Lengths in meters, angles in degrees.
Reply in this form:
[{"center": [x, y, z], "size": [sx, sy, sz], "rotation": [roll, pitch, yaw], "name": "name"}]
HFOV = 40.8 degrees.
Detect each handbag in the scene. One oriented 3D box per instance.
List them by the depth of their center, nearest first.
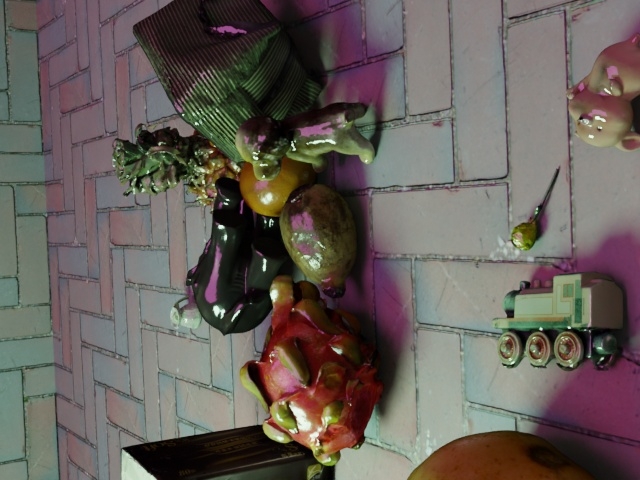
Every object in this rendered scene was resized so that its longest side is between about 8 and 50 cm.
[{"center": [-0.167, -0.334, 1.605], "size": [0.240, 0.247, 0.341], "rotation": [-38, 50, 6], "name": "handbag"}]

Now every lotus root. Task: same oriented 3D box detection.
[{"center": [0.000, 0.000, 1.521], "size": [0.138, 0.138, 0.214], "rotation": [-20, 83, 56], "name": "lotus root"}]

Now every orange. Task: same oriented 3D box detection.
[{"center": [-0.078, -0.117, 1.619], "size": [0.156, 0.124, 0.156], "rotation": [-39, 30, 28], "name": "orange"}]

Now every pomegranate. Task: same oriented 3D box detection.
[{"center": [0.234, 0.381, 1.076], "size": [0.307, 0.307, 0.307], "rotation": [8, 100, 56], "name": "pomegranate"}]

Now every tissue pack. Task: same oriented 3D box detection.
[{"center": [-0.180, 0.478, 1.617], "size": [0.210, 0.370, 0.198], "rotation": [18, 107, 55], "name": "tissue pack"}]

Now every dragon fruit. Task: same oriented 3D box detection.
[{"center": [-0.006, 0.219, 1.491], "size": [0.227, 0.243, 0.307], "rotation": [95, -168, -54], "name": "dragon fruit"}]

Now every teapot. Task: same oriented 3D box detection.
[{"center": [-0.333, 0.177, 2.099], "size": [0.064, 0.064, 0.083], "rotation": [-39, 61, 50], "name": "teapot"}]

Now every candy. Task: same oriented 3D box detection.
[{"center": [0.293, -0.041, 1.159], "size": [0.035, 0.035, 0.123], "rotation": [30, 112, 16], "name": "candy"}]

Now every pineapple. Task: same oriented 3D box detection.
[{"center": [-0.305, -0.163, 1.834], "size": [0.262, 0.271, 0.262], "rotation": [7, 98, 57], "name": "pineapple"}]

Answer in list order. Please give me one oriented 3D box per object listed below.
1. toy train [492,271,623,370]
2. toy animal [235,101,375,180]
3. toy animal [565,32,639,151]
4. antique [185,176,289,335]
[{"center": [0.303, 0.106, 1.115], "size": [0.194, 0.080, 0.125], "rotation": [-10, 75, 59], "name": "toy train"}, {"center": [-0.023, -0.173, 1.473], "size": [0.233, 0.168, 0.121], "rotation": [-11, 81, 24], "name": "toy animal"}, {"center": [0.350, -0.171, 1.020], "size": [0.083, 0.089, 0.150], "rotation": [-103, 25, -53], "name": "toy animal"}, {"center": [-0.164, 0.043, 1.702], "size": [0.322, 0.185, 0.255], "rotation": [-94, 17, -57], "name": "antique"}]
